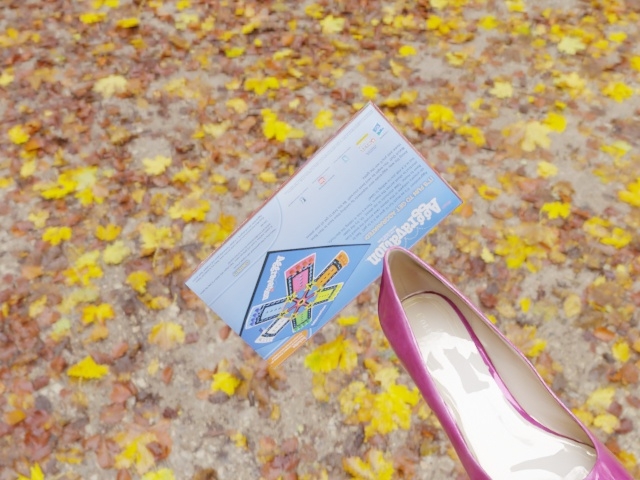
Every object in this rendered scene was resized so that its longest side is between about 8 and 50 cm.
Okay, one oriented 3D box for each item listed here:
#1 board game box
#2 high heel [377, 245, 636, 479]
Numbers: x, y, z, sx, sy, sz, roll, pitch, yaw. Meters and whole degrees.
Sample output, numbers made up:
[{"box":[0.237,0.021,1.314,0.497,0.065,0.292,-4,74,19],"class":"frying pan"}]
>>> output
[{"box":[0.000,0.000,0.748,0.145,0.281,0.027,46,13,-8],"class":"board game box"},{"box":[0.110,0.096,0.418,0.082,0.117,0.244,-28,35,-3],"class":"high heel"}]
